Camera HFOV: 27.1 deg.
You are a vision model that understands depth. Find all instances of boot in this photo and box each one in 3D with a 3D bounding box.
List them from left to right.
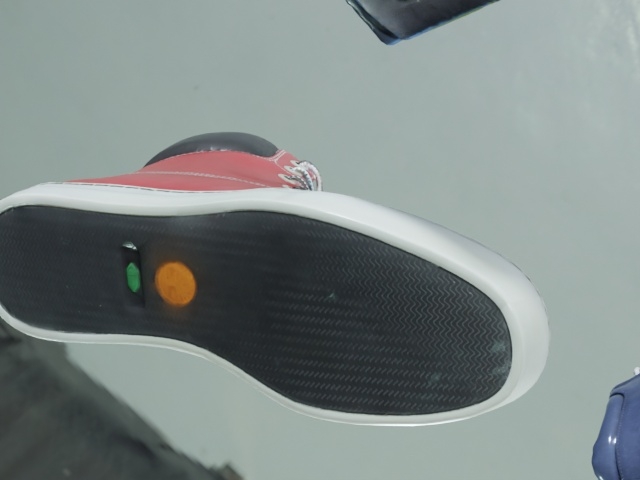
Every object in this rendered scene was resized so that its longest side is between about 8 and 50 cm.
[{"bbox_3d":[0.000,0.000,0.585,0.244,0.176,0.088,11,110,25],"label":"boot"},{"bbox_3d":[0.216,0.075,0.757,0.086,0.190,0.069,-7,112,31],"label":"boot"}]

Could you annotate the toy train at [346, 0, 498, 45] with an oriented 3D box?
[{"bbox_3d":[0.074,-0.135,0.425,0.080,0.105,0.184,45,145,-24],"label":"toy train"}]
